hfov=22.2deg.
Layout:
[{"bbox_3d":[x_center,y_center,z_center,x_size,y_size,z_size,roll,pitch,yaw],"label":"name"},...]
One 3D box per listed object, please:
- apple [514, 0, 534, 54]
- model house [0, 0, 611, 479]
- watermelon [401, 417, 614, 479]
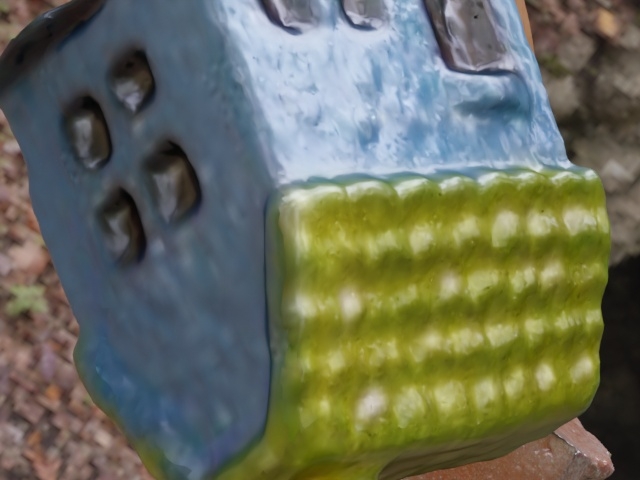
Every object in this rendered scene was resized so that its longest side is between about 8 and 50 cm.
[{"bbox_3d":[-0.008,-0.127,1.355,0.391,0.391,0.347,21,55,-34],"label":"apple"},{"bbox_3d":[0.000,0.000,0.821,0.237,0.215,0.303,-4,70,-44],"label":"model house"},{"bbox_3d":[0.126,0.226,1.358,0.148,0.226,0.318,27,62,-41],"label":"watermelon"}]
